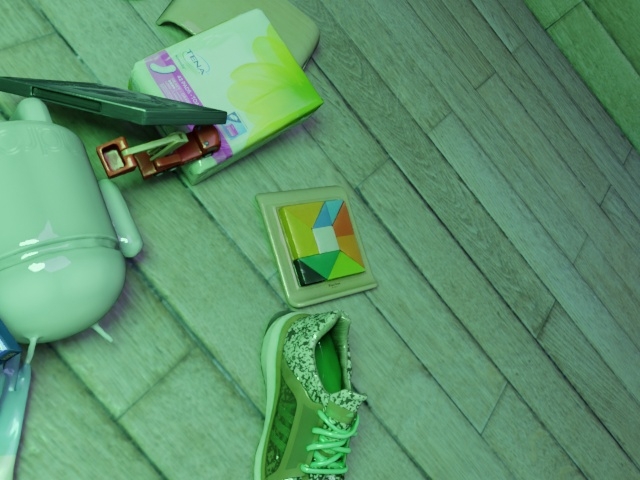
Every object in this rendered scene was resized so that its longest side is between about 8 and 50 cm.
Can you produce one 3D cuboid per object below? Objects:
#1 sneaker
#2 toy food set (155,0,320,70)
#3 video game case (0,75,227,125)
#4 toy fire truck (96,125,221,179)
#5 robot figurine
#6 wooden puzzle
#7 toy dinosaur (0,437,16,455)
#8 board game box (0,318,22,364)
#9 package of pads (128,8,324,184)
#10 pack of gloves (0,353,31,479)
[{"bbox_3d":[-0.002,0.289,0.895,0.158,0.182,0.410,9,64,-32],"label":"sneaker"},{"bbox_3d":[-0.164,-0.440,1.214,0.306,0.092,0.220,34,64,-16],"label":"toy food set"},{"bbox_3d":[-0.310,-0.211,0.868,0.196,0.274,0.026,-25,127,-64],"label":"video game case"},{"bbox_3d":[-0.241,-0.142,0.885,0.192,0.135,0.047,-25,91,-18],"label":"toy fire truck"},{"bbox_3d":[-0.386,-0.016,0.759,0.300,0.200,0.353,-14,77,-47],"label":"robot figurine"},{"bbox_3d":[0.000,0.000,1.129,0.221,0.044,0.239,-10,74,-38],"label":"wooden puzzle"},{"bbox_3d":[-0.461,0.210,0.706,0.183,0.053,0.092,57,34,-8],"label":"toy dinosaur"},{"bbox_3d":[-0.453,0.113,0.589,0.210,0.047,0.160,-36,85,-15],"label":"board game box"},{"bbox_3d":[-0.175,-0.274,1.060,0.296,0.101,0.229,-34,92,-24],"label":"package of pads"},{"bbox_3d":[-0.432,0.218,0.649,0.195,0.046,0.232,22,57,-45],"label":"pack of gloves"}]
